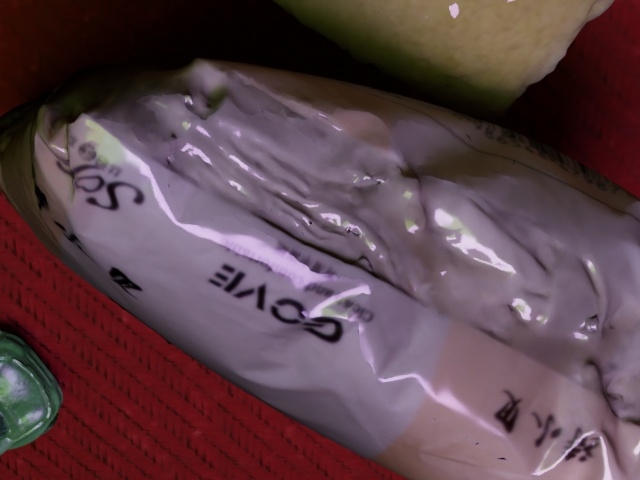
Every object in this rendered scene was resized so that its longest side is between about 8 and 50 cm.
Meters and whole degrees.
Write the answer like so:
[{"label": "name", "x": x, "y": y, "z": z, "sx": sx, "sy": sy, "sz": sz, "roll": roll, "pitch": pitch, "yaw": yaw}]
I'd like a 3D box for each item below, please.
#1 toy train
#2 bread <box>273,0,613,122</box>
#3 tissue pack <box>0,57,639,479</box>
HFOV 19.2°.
[{"label": "toy train", "x": -0.257, "y": 0.126, "z": 1.321, "sx": 0.149, "sy": 0.081, "sz": 0.099, "roll": -24, "pitch": 115, "yaw": 21}, {"label": "bread", "x": 0.113, "y": -0.263, "z": 0.974, "sx": 0.236, "sy": 0.165, "sz": 0.375, "roll": 33, "pitch": 120, "yaw": -18}, {"label": "tissue pack", "x": 0.000, "y": 0.000, "z": 1.063, "sx": 0.375, "sy": 0.390, "sz": 0.195, "roll": 26, "pitch": 88, "yaw": -12}]
